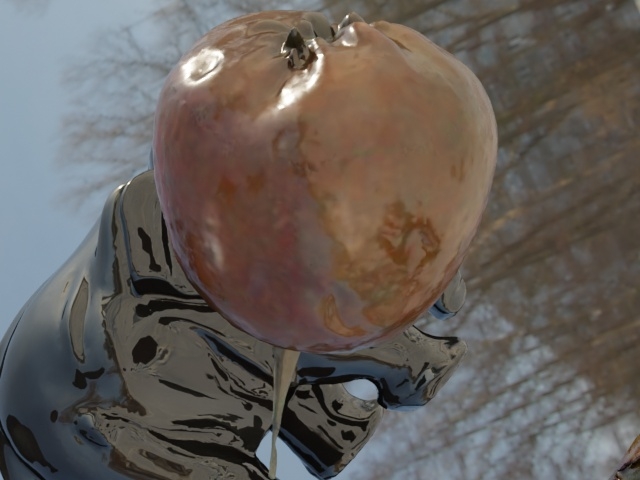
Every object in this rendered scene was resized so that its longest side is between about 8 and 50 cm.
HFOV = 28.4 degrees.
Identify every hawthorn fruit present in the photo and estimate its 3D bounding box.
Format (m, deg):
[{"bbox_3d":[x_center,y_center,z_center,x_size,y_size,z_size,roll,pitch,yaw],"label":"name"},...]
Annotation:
[{"bbox_3d":[-0.006,-0.017,0.548,0.149,0.189,0.149,12,-140,-11],"label":"hawthorn fruit"}]

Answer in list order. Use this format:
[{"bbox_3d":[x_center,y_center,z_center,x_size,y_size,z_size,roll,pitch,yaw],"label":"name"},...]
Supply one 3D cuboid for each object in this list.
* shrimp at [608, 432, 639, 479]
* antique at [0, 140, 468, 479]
[{"bbox_3d":[0.210,0.170,0.673,0.148,0.195,0.035,35,-170,37],"label":"shrimp"},{"bbox_3d":[-0.075,0.079,0.855,0.255,0.322,0.185,42,174,0],"label":"antique"}]
